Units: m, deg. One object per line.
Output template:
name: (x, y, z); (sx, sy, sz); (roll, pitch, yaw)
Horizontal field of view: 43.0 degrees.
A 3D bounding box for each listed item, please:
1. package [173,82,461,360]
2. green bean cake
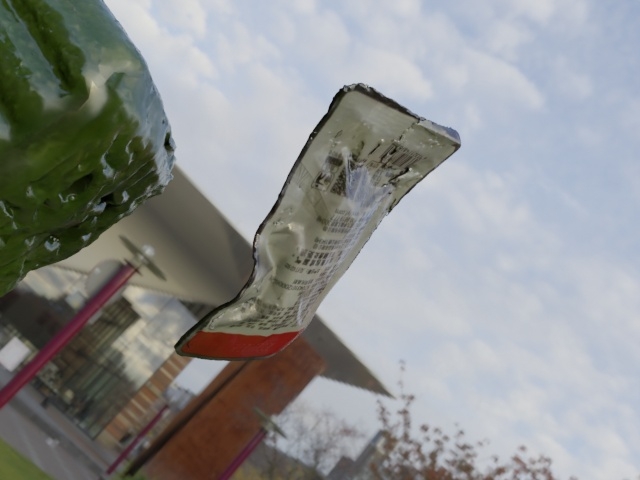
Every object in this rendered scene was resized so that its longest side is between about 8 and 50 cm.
package: (0.000, 0.000, 0.606); (0.030, 0.239, 0.154); (43, 18, 30)
green bean cake: (-0.248, -0.069, 0.635); (0.156, 0.249, 0.247); (57, -12, 10)
